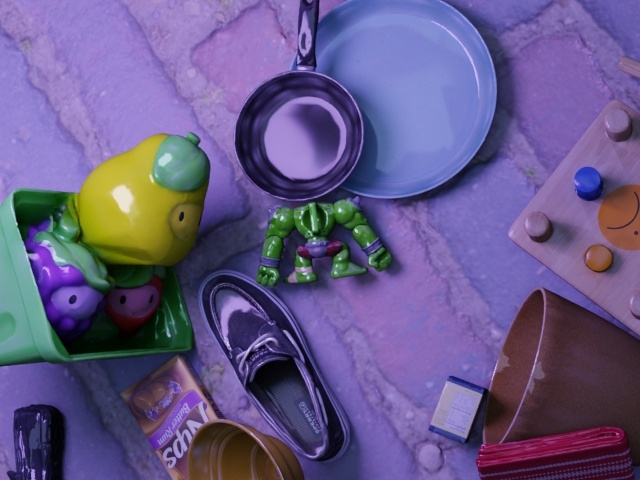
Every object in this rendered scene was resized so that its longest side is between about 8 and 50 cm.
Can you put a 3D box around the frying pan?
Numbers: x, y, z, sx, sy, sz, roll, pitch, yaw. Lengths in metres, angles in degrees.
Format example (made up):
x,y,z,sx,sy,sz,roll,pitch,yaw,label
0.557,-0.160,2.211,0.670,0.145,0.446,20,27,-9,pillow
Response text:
x,y,z,sx,sy,sz,roll,pitch,yaw,label
-0.049,-0.215,1.913,0.197,0.053,0.326,-18,79,9,frying pan

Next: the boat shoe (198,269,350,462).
x,y,z,sx,sy,sz,roll,pitch,yaw,label
-0.068,0.177,1.881,0.121,0.119,0.335,-40,79,4,boat shoe

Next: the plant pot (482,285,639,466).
x,y,z,sx,sy,sz,roll,pitch,yaw,label
0.381,0.213,1.755,0.254,0.237,0.237,18,87,-1,plant pot

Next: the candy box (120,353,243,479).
x,y,z,sx,sy,sz,roll,pitch,yaw,label
-0.204,0.278,1.931,0.109,0.053,0.186,-35,81,4,candy box

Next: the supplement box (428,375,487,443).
x,y,z,sx,sy,sz,roll,pitch,yaw,label
0.198,0.242,1.842,0.056,0.083,0.083,20,87,13,supplement box

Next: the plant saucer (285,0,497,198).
x,y,z,sx,sy,sz,roll,pitch,yaw,label
0.106,-0.217,1.931,0.318,0.044,0.317,-1,83,10,plant saucer

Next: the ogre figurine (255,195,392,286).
x,y,z,sx,sy,sz,roll,pitch,yaw,label
0.000,0.000,1.902,0.197,0.097,0.118,-6,94,21,ogre figurine

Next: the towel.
x,y,z,sx,sy,sz,roll,pitch,yaw,label
0.326,0.340,1.733,0.199,0.275,0.031,-11,49,10,towel

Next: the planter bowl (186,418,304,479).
x,y,z,sx,sy,sz,roll,pitch,yaw,label
-0.087,0.344,1.828,0.217,0.090,0.217,16,114,41,planter bowl

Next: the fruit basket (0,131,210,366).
x,y,z,sx,sy,sz,roll,pitch,yaw,label
-0.285,0.024,1.814,0.392,0.392,0.283,-19,81,8,fruit basket

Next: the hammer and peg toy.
x,y,z,sx,sy,sz,roll,pitch,yaw,label
0.464,-0.077,1.798,0.266,0.127,0.361,38,92,19,hammer and peg toy

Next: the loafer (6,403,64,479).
x,y,z,sx,sy,sz,roll,pitch,yaw,label
-0.437,0.362,1.957,0.078,0.076,0.223,-4,78,15,loafer
